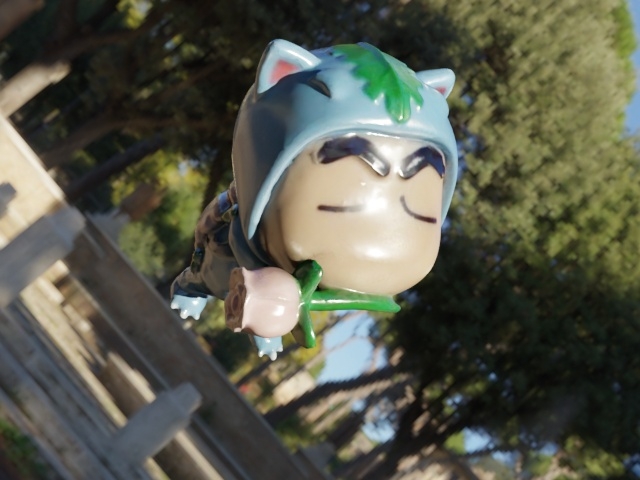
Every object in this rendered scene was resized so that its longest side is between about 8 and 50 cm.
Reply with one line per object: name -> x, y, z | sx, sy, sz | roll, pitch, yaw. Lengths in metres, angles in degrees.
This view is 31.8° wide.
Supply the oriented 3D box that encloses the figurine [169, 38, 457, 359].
figurine -> -0.003, 0.002, 0.514 | 0.114, 0.178, 0.144 | 17, 44, -23
